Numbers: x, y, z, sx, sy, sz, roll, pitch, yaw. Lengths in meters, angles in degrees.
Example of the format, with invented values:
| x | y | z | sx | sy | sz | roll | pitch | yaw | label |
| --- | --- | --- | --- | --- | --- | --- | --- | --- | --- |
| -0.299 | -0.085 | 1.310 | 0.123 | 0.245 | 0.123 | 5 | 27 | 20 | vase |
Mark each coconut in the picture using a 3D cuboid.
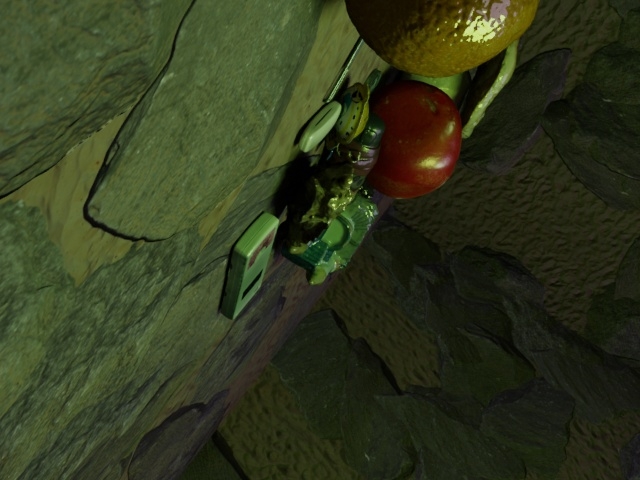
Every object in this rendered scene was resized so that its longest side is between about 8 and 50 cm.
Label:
| x | y | z | sx | sy | sz | roll | pitch | yaw | label |
| --- | --- | --- | --- | --- | --- | --- | --- | --- | --- |
| 0.355 | -0.490 | 2.327 | 0.241 | 0.241 | 0.241 | -55 | 172 | -12 | coconut |

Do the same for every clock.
| x | y | z | sx | sy | sz | roll | pitch | yaw | label |
| --- | --- | --- | --- | --- | --- | --- | --- | --- | --- |
| 0.135 | -0.420 | 1.981 | 0.085 | 0.017 | 0.085 | -55 | 172 | -12 | clock |

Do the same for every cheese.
| x | y | z | sx | sy | sz | roll | pitch | yaw | label |
| --- | --- | --- | --- | --- | --- | --- | --- | --- | --- |
| 0.058 | -0.285 | 1.795 | 0.250 | 0.064 | 0.157 | 127 | -32 | -53 | cheese |

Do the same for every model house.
| x | y | z | sx | sy | sz | roll | pitch | yaw | label |
| --- | --- | --- | --- | --- | --- | --- | --- | --- | --- |
| 0.000 | 0.000 | 2.121 | 0.267 | 0.194 | 0.325 | -60 | 174 | 25 | model house |

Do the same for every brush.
| x | y | z | sx | sy | sz | roll | pitch | yaw | label |
| --- | --- | --- | --- | --- | --- | --- | --- | --- | --- |
| 0.084 | -0.418 | 1.646 | 0.266 | 0.027 | 0.062 | -59 | 172 | 12 | brush |

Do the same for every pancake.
| x | y | z | sx | sy | sz | roll | pitch | yaw | label |
| --- | --- | --- | --- | --- | --- | --- | --- | --- | --- |
| 0.509 | -0.484 | 2.250 | 0.387 | 0.082 | 0.387 | 24 | 90 | -90 | pancake |

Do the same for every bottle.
| x | y | z | sx | sy | sz | roll | pitch | yaw | label |
| --- | --- | --- | --- | --- | --- | --- | --- | --- | --- |
| 0.077 | -0.222 | 1.969 | 0.156 | 0.143 | 0.271 | -87 | -160 | -48 | bottle |

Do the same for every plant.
| x | y | z | sx | sy | sz | roll | pitch | yaw | label |
| --- | --- | --- | --- | --- | --- | --- | --- | --- | --- |
| 0.104 | -0.143 | 2.465 | 0.132 | 0.129 | 0.194 | -62 | 174 | 31 | plant |

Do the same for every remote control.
| x | y | z | sx | sy | sz | roll | pitch | yaw | label |
| --- | --- | --- | --- | --- | --- | --- | --- | --- | --- |
| -0.181 | 0.068 | 1.853 | 0.145 | 0.050 | 0.344 | -52 | 170 | -34 | remote control |

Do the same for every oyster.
| x | y | z | sx | sy | sz | roll | pitch | yaw | label |
| --- | --- | --- | --- | --- | --- | --- | --- | --- | --- |
| -0.022 | -0.091 | 1.795 | 0.361 | 0.096 | 0.222 | -174 | -86 | -69 | oyster |

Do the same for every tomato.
| x | y | z | sx | sy | sz | roll | pitch | yaw | label |
| --- | --- | --- | --- | --- | --- | --- | --- | --- | --- |
| 0.246 | -0.289 | 2.117 | 0.293 | 0.289 | 0.325 | 124 | -38 | -76 | tomato |

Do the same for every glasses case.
| x | y | z | sx | sy | sz | roll | pitch | yaw | label |
| --- | --- | --- | --- | --- | --- | --- | --- | --- | --- |
| 0.000 | -0.261 | 1.689 | 0.164 | 0.041 | 0.063 | -52 | 170 | -38 | glasses case |

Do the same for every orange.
| x | y | z | sx | sy | sz | roll | pitch | yaw | label |
| --- | --- | --- | --- | --- | --- | --- | --- | --- | --- |
| 0.219 | -0.444 | 1.255 | 0.357 | 0.322 | 0.322 | -30 | 157 | -36 | orange |
